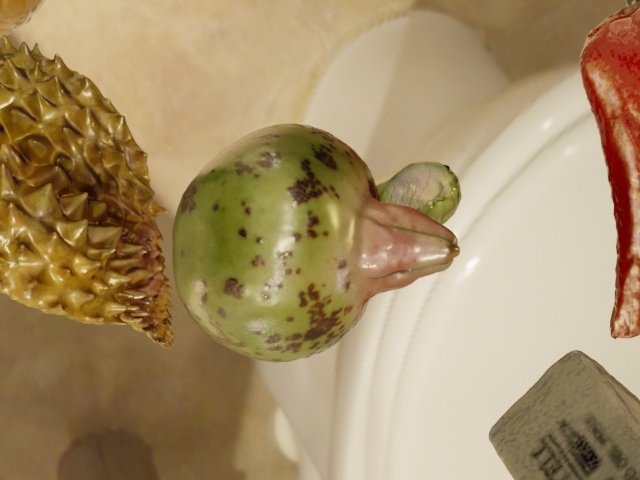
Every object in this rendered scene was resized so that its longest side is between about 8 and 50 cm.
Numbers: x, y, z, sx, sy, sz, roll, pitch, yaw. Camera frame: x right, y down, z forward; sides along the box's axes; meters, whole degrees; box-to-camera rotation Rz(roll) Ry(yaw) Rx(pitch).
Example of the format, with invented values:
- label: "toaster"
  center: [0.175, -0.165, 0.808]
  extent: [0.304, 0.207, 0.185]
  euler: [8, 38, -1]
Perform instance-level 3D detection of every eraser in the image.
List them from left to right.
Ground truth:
- label: "eraser"
  center: [0.245, 0.230, 0.944]
  extent: [0.111, 0.352, 0.077]
  euler: [-46, 130, 14]

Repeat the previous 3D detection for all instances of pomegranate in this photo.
- label: "pomegranate"
  center: [0.000, 0.000, 1.153]
  extent: [0.247, 0.214, 0.214]
  euler: [0, 124, 18]

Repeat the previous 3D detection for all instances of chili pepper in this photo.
- label: "chili pepper"
  center: [0.245, -0.104, 0.904]
  extent: [0.134, 0.131, 0.338]
  euler: [-5, 84, -13]

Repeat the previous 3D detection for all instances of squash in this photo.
- label: "squash"
  center: [0.068, -0.030, 1.266]
  extent: [0.069, 0.239, 0.069]
  euler: [2, 84, -19]

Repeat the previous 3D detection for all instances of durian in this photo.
- label: "durian"
  center: [-0.221, -0.052, 0.958]
  extent: [0.260, 0.154, 0.187]
  euler: [15, 85, 16]

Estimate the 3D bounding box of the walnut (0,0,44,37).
- label: "walnut"
  center: [-0.324, -0.267, 1.172]
  extent: [0.159, 0.159, 0.207]
  euler: [-37, 119, 2]
